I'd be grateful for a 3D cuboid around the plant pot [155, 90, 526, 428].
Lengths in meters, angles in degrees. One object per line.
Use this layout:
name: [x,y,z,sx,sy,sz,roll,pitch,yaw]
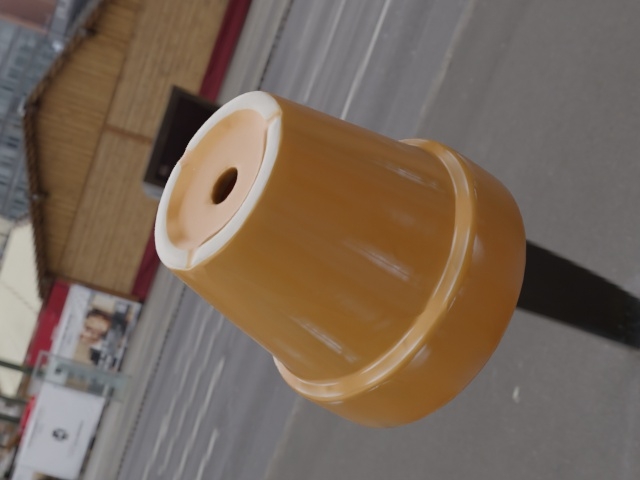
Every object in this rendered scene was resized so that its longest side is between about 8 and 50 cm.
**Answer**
plant pot: [0.000,0.000,0.692,0.205,0.188,0.205,-34,41,35]
